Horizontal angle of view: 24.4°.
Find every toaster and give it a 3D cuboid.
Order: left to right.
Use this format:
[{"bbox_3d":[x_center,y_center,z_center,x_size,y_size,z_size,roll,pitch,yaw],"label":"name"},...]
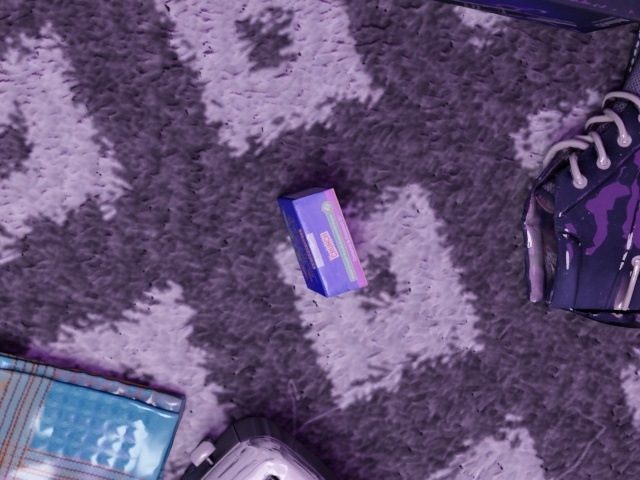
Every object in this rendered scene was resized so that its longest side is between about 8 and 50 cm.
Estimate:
[{"bbox_3d":[-0.027,0.258,1.282,0.129,0.146,0.227,-43,89,-3],"label":"toaster"}]

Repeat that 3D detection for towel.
[{"bbox_3d":[-0.320,0.223,1.267,0.370,0.040,0.272,16,90,-21],"label":"towel"}]

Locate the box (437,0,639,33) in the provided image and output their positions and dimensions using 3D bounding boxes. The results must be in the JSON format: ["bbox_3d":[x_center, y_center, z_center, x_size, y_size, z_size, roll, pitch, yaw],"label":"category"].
[{"bbox_3d":[0.176,-0.257,1.297,0.207,0.153,0.108,11,92,-9],"label":"box"}]

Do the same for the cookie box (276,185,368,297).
[{"bbox_3d":[0.000,0.000,1.306,0.040,0.107,0.092,-20,96,-7],"label":"cookie box"}]

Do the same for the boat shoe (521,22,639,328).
[{"bbox_3d":[0.274,-0.084,1.333,0.158,0.127,0.341,2,94,-17],"label":"boat shoe"}]
